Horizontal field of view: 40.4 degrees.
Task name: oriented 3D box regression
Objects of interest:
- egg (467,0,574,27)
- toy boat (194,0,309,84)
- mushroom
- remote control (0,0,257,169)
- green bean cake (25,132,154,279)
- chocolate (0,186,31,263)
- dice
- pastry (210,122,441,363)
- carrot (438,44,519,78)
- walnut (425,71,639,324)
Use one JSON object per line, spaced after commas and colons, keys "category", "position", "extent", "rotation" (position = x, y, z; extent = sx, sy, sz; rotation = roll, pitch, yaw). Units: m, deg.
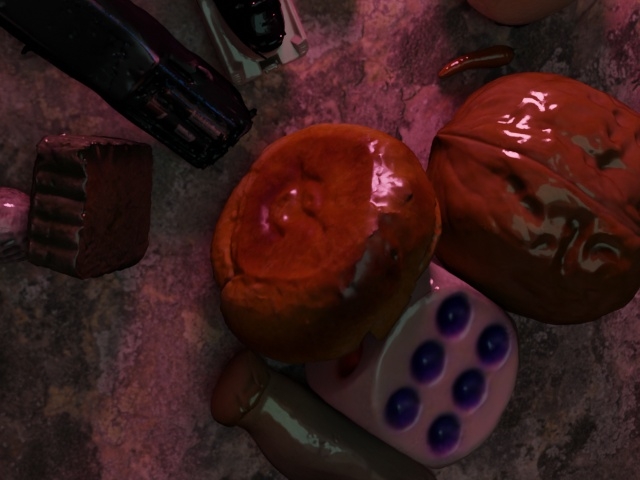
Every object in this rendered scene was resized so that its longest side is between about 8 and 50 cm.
{"category": "egg", "position": [0.336, -0.489, 1.292], "extent": [0.336, 0.201, 0.337], "rotation": [-5, 104, -21]}
{"category": "toy boat", "position": [-0.112, -0.353, 1.188], "extent": [0.140, 0.141, 0.270], "rotation": [-28, 123, -13]}
{"category": "mushroom", "position": [0.001, 0.325, 1.366], "extent": [0.407, 0.154, 0.138], "rotation": [38, 46, -17]}
{"category": "remote control", "position": [-0.259, -0.234, 1.147], "extent": [0.144, 0.062, 0.398], "rotation": [-46, 125, 12]}
{"category": "green bean cake", "position": [-0.306, -0.049, 1.153], "extent": [0.094, 0.173, 0.182], "rotation": [11, 100, 19]}
{"category": "chocolate", "position": [-0.480, -0.022, 1.128], "extent": [0.247, 0.110, 0.110], "rotation": [-2, 102, -26]}
{"category": "dice", "position": [0.135, 0.169, 1.319], "extent": [0.243, 0.251, 0.259], "rotation": [31, 88, -24]}
{"category": "pastry", "position": [0.000, 0.000, 1.200], "extent": [0.164, 0.356, 0.356], "rotation": [36, 87, -46]}
{"category": "carrot", "position": [0.252, -0.287, 1.391], "extent": [0.142, 0.035, 0.035], "rotation": [-15, 106, -10]}
{"category": "walnut", "position": [0.337, -0.062, 1.315], "extent": [0.397, 0.308, 0.354], "rotation": [33, 76, -14]}
